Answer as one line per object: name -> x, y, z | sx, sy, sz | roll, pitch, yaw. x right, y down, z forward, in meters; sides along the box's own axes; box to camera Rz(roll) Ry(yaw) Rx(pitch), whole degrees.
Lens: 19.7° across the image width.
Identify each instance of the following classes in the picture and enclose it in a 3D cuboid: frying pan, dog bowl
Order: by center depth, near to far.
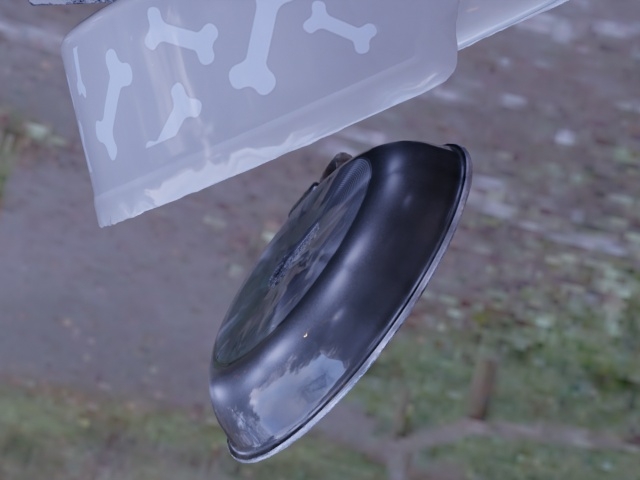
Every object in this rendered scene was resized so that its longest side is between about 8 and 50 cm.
dog bowl -> 0.020, -0.124, 0.978 | 0.348, 0.102, 0.349 | -25, -175, 2
frying pan -> 0.017, -0.015, 0.990 | 0.053, 0.326, 0.197 | 36, 127, -15

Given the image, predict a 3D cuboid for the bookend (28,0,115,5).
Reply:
bookend -> -0.176, -0.252, 1.369 | 0.156, 0.072, 0.157 | 1, 149, 25
